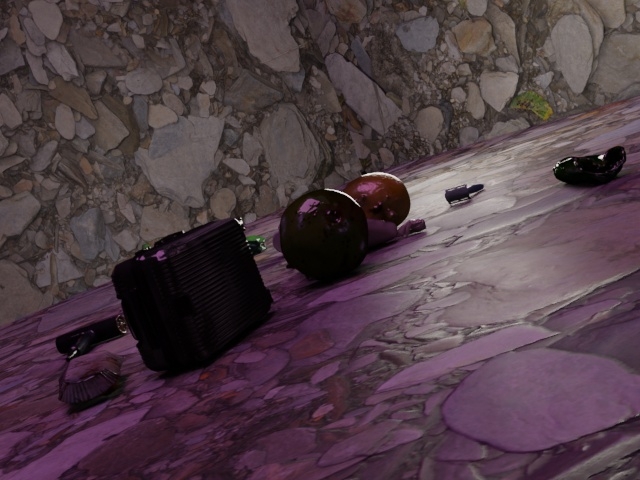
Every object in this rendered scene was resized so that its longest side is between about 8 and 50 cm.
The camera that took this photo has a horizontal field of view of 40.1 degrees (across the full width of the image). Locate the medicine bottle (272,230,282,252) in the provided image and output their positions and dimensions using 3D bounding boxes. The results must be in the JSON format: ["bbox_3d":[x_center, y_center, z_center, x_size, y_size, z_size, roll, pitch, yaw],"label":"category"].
[{"bbox_3d":[-0.063,-0.019,2.421,0.084,0.083,0.203,-17,8,25],"label":"medicine bottle"}]

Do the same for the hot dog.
[{"bbox_3d":[-0.373,0.223,1.427,0.108,0.059,0.191,-19,7,-8],"label":"hot dog"}]

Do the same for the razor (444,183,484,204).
[{"bbox_3d":[0.375,-0.125,2.205,0.068,0.040,0.135,-14,2,40],"label":"razor"}]

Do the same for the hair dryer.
[{"bbox_3d":[-0.540,0.235,1.930,0.173,0.050,0.195,-21,9,19],"label":"hair dryer"}]

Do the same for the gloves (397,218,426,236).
[{"bbox_3d":[0.203,-0.028,1.909,0.081,0.037,0.044,-25,-30,7],"label":"gloves"}]

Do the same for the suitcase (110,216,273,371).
[{"bbox_3d":[-0.202,0.079,1.463,0.128,0.202,0.312,-17,6,25],"label":"suitcase"}]

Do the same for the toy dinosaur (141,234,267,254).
[{"bbox_3d":[-0.328,0.067,2.507,0.375,0.143,0.500,-9,8,-6],"label":"toy dinosaur"}]

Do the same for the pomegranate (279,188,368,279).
[{"bbox_3d":[0.000,0.000,1.737,0.182,0.181,0.224,-22,-13,-19],"label":"pomegranate"}]

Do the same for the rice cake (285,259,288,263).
[{"bbox_3d":[-0.025,0.025,2.150,0.033,0.033,0.208,-28,1,29],"label":"rice cake"}]

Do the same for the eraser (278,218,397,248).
[{"bbox_3d":[0.046,-0.002,1.914,0.244,0.059,0.204,-5,-19,12],"label":"eraser"}]

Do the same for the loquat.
[{"bbox_3d":[0.129,-0.079,2.048,0.172,0.149,0.204,-20,20,-12],"label":"loquat"}]

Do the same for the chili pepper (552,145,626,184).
[{"bbox_3d":[0.533,-0.147,1.767,0.108,0.062,0.216,-15,5,-9],"label":"chili pepper"}]
